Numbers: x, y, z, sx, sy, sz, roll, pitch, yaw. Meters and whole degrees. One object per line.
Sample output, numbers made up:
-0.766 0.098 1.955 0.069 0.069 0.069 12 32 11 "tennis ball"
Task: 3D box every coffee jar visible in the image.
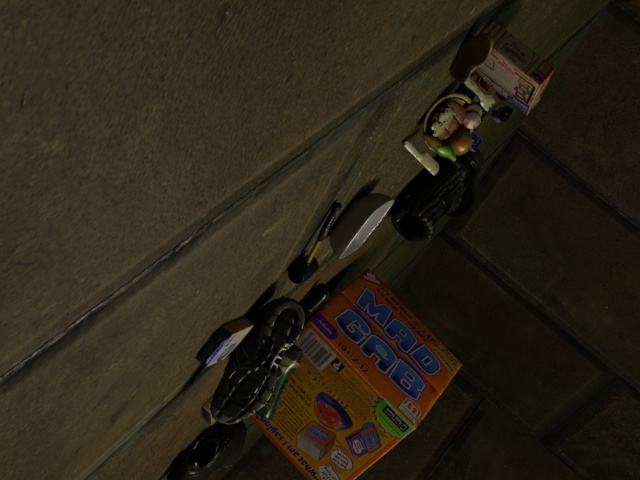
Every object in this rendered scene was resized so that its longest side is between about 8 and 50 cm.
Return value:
-0.116 0.314 2.156 0.184 0.096 0.079 -62 177 -7 "coffee jar"

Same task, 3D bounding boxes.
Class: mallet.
0.000 0.000 1.733 0.189 0.039 0.062 -60 167 30 "mallet"

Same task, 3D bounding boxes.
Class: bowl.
0.076 -0.038 1.865 0.142 0.053 0.142 -52 171 22 "bowl"

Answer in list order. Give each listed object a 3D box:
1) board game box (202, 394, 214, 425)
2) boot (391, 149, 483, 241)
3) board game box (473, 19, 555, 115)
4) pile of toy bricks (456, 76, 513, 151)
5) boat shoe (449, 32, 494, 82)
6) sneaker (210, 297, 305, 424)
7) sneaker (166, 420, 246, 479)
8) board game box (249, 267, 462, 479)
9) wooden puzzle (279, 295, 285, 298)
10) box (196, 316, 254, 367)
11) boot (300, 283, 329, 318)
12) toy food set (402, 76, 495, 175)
-0.226 0.367 2.155 0.103 0.026 0.154 -47 170 -18 "board game box"
0.298 -0.090 2.435 0.260 0.131 0.348 -54 162 -16 "boot"
0.356 -0.320 1.758 0.045 0.147 0.193 -49 171 -3 "board game box"
0.310 -0.270 1.943 0.212 0.118 0.105 -56 -155 -17 "pile of toy bricks"
0.269 -0.328 1.637 0.045 0.050 0.135 -49 -179 -24 "boat shoe"
-0.122 0.225 1.768 0.267 0.101 0.106 -56 -157 -5 "sneaker"
-0.271 0.535 2.401 0.286 0.109 0.130 -40 161 -53 "sneaker"
0.072 0.361 2.396 0.356 0.356 0.356 -48 174 32 "board game box"
-0.115 0.165 1.906 0.116 0.014 0.078 -53 170 20 "wooden puzzle"
-0.171 0.181 1.670 0.081 0.028 0.136 -51 169 11 "box"
-0.036 0.160 2.163 0.121 0.045 0.099 -50 172 30 "boot"
0.258 -0.222 1.816 0.132 0.038 0.192 36 95 -38 "toy food set"
